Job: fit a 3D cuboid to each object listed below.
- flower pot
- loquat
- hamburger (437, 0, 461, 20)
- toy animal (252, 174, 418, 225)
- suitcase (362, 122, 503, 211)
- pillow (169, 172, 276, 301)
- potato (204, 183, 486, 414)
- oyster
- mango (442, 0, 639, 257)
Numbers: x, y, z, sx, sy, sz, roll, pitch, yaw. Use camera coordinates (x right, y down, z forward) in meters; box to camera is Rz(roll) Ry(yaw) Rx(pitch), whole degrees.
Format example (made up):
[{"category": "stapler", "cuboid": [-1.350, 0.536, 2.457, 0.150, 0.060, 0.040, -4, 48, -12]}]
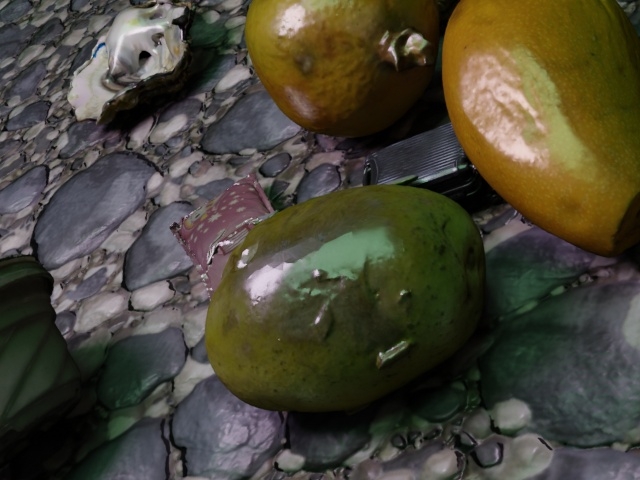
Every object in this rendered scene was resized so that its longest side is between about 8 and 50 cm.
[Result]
[{"category": "flower pot", "cuboid": [-0.316, 0.133, 1.000, 0.235, 0.235, 0.140, -38, 82, -6]}, {"category": "loquat", "cuboid": [0.034, -0.210, 1.110, 0.213, 0.213, 0.246, -43, 33, -14]}, {"category": "hamburger", "cuboid": [0.156, -0.369, 1.274, 0.286, 0.146, 0.243, -43, 32, -13]}, {"category": "toy animal", "cuboid": [-0.013, -0.010, 0.991, 0.217, 0.075, 0.041, -43, 18, 14]}, {"category": "suitcase", "cuboid": [0.103, -0.058, 1.024, 0.126, 0.059, 0.086, -19, 39, 21]}, {"category": "pillow", "cuboid": [-0.086, 0.000, 1.105, 0.118, 0.043, 0.185, -35, 34, 1]}, {"category": "potato", "cuboid": [0.017, 0.046, 0.894, 0.228, 0.148, 0.197, -3, 69, 24]}, {"category": "oyster", "cuboid": [-0.249, -0.241, 1.460, 0.223, 0.083, 0.214, -41, 34, -2]}, {"category": "mango", "cuboid": [0.203, -0.129, 0.948, 0.187, 0.144, 0.359, 4, 45, -5]}]
